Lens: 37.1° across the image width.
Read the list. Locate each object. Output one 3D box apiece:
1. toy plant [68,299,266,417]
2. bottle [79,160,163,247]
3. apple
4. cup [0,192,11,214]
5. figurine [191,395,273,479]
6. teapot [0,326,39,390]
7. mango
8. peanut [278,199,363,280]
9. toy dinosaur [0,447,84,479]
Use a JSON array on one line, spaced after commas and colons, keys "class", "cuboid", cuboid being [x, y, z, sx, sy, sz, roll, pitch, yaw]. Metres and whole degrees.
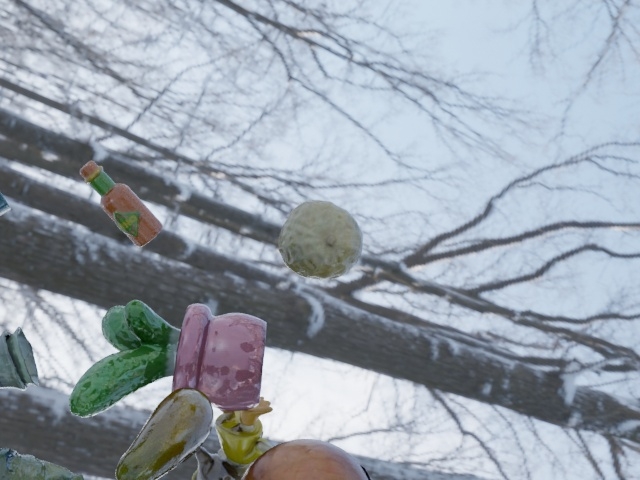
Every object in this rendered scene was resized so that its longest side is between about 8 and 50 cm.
[{"class": "toy plant", "cuboid": [-0.282, 0.237, 1.874, 0.317, 0.356, 0.210, -89, -167, -59]}, {"class": "bottle", "cuboid": [-0.384, -0.073, 1.818, 0.069, 0.187, 0.069, -38, -165, 12]}, {"class": "apple", "cuboid": [-0.034, 0.433, 1.414, 0.251, 0.206, 0.272, -88, -159, -50]}, {"class": "cup", "cuboid": [-0.628, -0.072, 1.564, 0.173, 0.299, 0.167, -36, -105, -15]}, {"class": "figurine", "cuboid": [-0.191, 0.498, 2.124, 0.215, 0.187, 0.343, 29, -61, 55]}, {"class": "teapot", "cuboid": [-0.603, 0.232, 1.575, 0.183, 0.251, 0.183, 163, -90, -81]}, {"class": "mango", "cuboid": [-0.245, 0.316, 1.533, 0.136, 0.099, 0.227, -46, 178, 30]}, {"class": "peanut", "cuboid": [0.000, 0.000, 1.640, 0.159, 0.109, 0.140, 20, -98, 39]}, {"class": "toy dinosaur", "cuboid": [-0.427, 0.347, 1.392, 0.147, 0.363, 0.076, 6, -114, 50]}]
